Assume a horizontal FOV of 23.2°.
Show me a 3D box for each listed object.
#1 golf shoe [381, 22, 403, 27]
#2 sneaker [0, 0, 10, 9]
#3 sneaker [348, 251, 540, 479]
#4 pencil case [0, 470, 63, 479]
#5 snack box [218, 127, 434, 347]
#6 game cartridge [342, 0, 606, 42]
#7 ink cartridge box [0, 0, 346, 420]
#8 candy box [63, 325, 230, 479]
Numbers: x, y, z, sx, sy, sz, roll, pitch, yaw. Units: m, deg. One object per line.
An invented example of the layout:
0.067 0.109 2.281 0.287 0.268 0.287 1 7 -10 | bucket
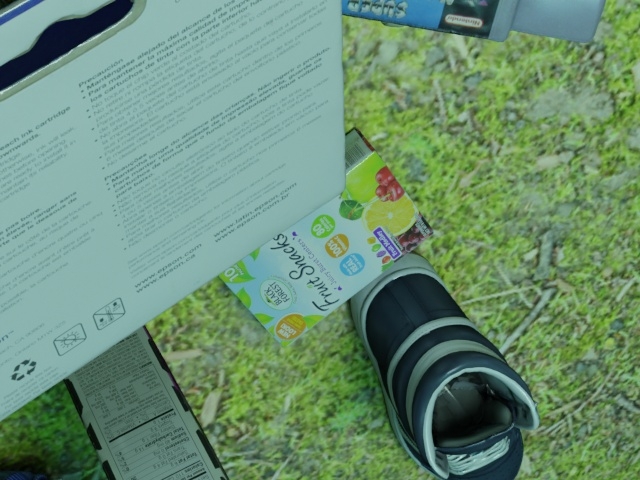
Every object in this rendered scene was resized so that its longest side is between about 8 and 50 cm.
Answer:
0.013 -0.211 0.970 0.086 0.069 0.176 -14 122 -3 | golf shoe
-0.321 -0.039 0.871 0.208 0.127 0.319 30 105 -41 | sneaker
0.115 0.147 1.212 0.099 0.153 0.282 -32 132 -3 | sneaker
-0.179 0.283 1.183 0.133 0.119 0.306 -44 132 -7 | pencil case
0.000 0.000 1.123 0.141 0.037 0.100 -37 131 2 | snack box
0.018 -0.239 0.882 0.355 0.068 0.230 8 116 -12 | game cartridge
-0.132 -0.048 0.828 0.324 0.071 0.330 -33 153 -17 | ink cartridge box
-0.099 0.169 1.064 0.071 0.233 0.159 -27 132 -7 | candy box
